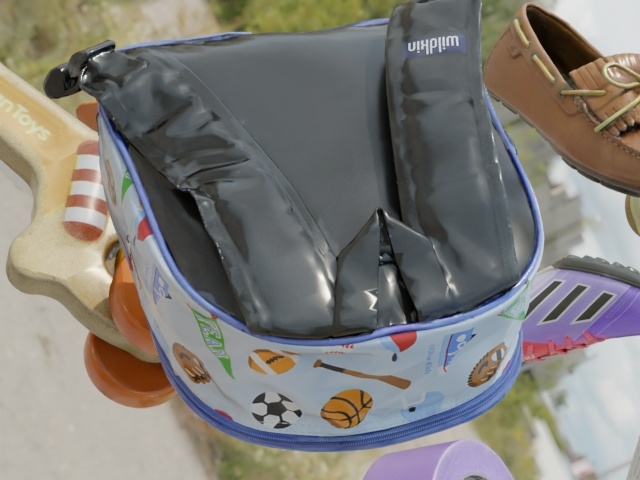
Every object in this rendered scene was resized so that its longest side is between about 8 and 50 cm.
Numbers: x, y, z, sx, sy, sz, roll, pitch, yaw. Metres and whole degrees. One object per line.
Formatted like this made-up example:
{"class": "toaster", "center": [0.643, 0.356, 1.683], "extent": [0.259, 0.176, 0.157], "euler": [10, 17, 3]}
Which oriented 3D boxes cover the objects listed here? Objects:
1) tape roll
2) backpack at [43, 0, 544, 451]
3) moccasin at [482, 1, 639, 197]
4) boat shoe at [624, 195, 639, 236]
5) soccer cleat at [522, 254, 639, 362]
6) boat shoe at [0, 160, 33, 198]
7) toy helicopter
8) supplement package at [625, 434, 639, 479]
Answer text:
{"class": "tape roll", "center": [0.112, 0.274, 1.339], "extent": [0.189, 0.080, 0.189], "euler": [29, 53, -48]}
{"class": "backpack", "center": [0.000, 0.000, 0.890], "extent": [0.263, 0.276, 0.213], "euler": [-113, -166, -49]}
{"class": "moccasin", "center": [0.328, -0.158, 1.703], "extent": [0.380, 0.139, 0.147], "euler": [52, -48, 51]}
{"class": "boat shoe", "center": [0.525, -0.025, 1.914], "extent": [0.089, 0.285, 0.105], "euler": [137, -44, -59]}
{"class": "soccer cleat", "center": [0.214, 0.084, 1.528], "extent": [0.108, 0.318, 0.116], "euler": [42, 61, -41]}
{"class": "boat shoe", "center": [-0.226, -0.066, 1.326], "extent": [0.184, 0.063, 0.066], "euler": [45, 12, -40]}
{"class": "toy helicopter", "center": [-0.169, -0.063, 1.133], "extent": [0.355, 0.235, 0.140], "euler": [39, -30, 3]}
{"class": "supplement package", "center": [0.483, 0.354, 1.892], "extent": [0.149, 0.194, 0.203], "euler": [26, -18, -17]}
